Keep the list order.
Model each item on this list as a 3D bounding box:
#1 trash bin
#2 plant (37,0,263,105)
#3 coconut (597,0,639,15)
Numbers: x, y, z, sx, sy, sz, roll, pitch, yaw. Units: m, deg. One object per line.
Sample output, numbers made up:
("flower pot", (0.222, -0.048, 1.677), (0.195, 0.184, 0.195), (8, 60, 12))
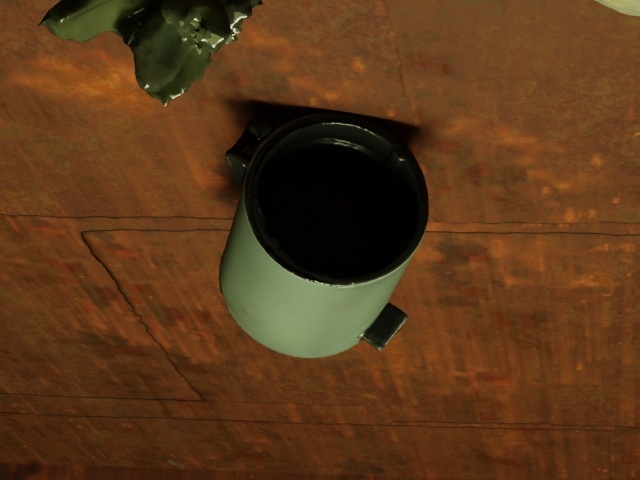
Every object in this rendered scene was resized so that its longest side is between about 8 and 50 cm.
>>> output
("trash bin", (0.000, 0.000, 2.031), (0.277, 0.217, 0.262), (36, 157, 5))
("plant", (-0.103, -0.266, 1.340), (0.213, 0.312, 0.215), (-12, 148, 27))
("coconut", (0.278, -0.294, 1.313), (0.227, 0.230, 0.227), (19, 129, 26))
